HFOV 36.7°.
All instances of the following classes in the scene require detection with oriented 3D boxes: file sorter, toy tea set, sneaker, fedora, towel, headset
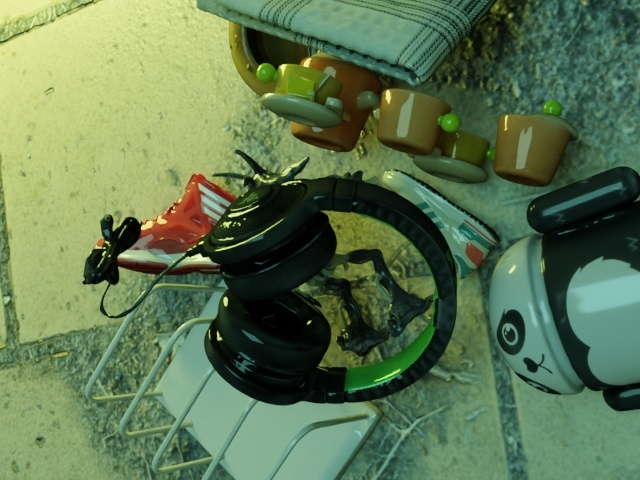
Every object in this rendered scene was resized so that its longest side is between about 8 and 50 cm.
[{"bbox_3d":[-0.112,0.202,1.151,0.278,0.173,0.192,39,105,26],"label":"file sorter"},{"bbox_3d":[0.106,-0.149,1.036,0.336,0.200,0.124,15,86,3],"label":"toy tea set"},{"bbox_3d":[-0.194,-0.022,1.279,0.221,0.087,0.128,3,79,17],"label":"sneaker"},{"bbox_3d":[0.122,-0.018,1.101,0.161,0.057,0.075,36,99,24],"label":"sneaker"},{"bbox_3d":[-0.024,-0.265,1.191,0.194,0.079,0.194,3,96,30],"label":"fedora"},{"bbox_3d":[0.058,-0.320,1.066,0.324,0.056,0.312,24,61,30],"label":"towel"},{"bbox_3d":[-0.054,0.039,1.027,0.395,0.185,0.243,4,116,4],"label":"headset"}]

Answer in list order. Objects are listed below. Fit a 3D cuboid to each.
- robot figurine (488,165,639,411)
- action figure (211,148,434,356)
[{"bbox_3d":[0.299,0.053,0.929,0.278,0.174,0.209,-18,70,27],"label":"robot figurine"},{"bbox_3d":[0.000,0.000,1.121,0.164,0.141,0.275,-41,89,30],"label":"action figure"}]
